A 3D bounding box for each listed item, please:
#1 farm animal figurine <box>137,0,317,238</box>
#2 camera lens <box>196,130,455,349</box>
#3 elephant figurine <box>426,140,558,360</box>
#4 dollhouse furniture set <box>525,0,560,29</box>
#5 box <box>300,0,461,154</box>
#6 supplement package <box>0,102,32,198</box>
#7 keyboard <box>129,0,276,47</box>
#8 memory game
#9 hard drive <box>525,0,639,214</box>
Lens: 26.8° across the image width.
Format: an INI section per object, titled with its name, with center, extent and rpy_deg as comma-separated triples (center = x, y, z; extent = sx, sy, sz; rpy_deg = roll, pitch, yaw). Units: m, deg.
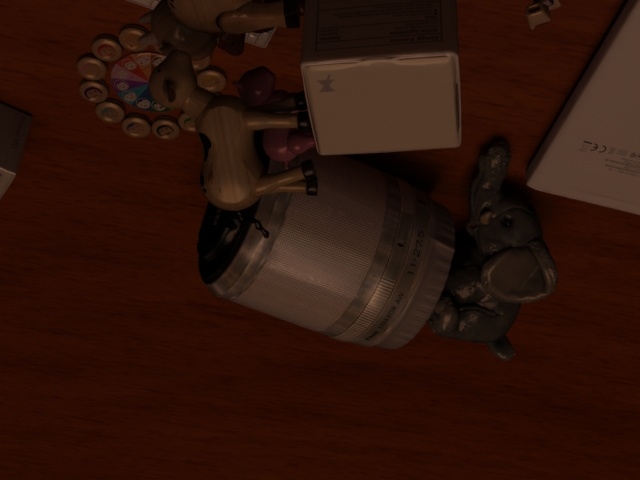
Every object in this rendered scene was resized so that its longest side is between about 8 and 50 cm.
[farm animal figurine]
center = -0.106, -0.218, 1.332
extent = 0.172, 0.330, 0.326
rpy_deg = -6, 138, 3
[camera lens]
center = 0.000, 0.000, 1.667
extent = 0.274, 0.219, 0.219
rpy_deg = 21, 137, -19
[elephant figurine]
center = 0.232, 0.017, 1.732
extent = 0.239, 0.169, 0.186
rpy_deg = -46, 149, 24
[dollhouse furniture set]
center = 0.279, -0.270, 1.445
extent = 0.114, 0.091, 0.081
rpy_deg = -16, 151, 18
[box]
center = 0.063, -0.236, 1.316
extent = 0.148, 0.311, 0.121
rpy_deg = -2, 139, 7
[supplement package]
center = -0.465, -0.124, 1.654
extent = 0.179, 0.105, 0.105
rpy_deg = 23, 136, -21
[keyboard]
center = -0.169, -0.282, 1.513
extent = 0.256, 0.014, 0.072
rpy_deg = 18, 138, -15
[memory game]
center = -0.205, -0.188, 1.626
extent = 0.186, 0.012, 0.186
rpy_deg = 3, 140, 2
[hard drive]
center = 0.402, -0.154, 1.587
extent = 0.210, 0.040, 0.318
rpy_deg = 13, 139, -10
